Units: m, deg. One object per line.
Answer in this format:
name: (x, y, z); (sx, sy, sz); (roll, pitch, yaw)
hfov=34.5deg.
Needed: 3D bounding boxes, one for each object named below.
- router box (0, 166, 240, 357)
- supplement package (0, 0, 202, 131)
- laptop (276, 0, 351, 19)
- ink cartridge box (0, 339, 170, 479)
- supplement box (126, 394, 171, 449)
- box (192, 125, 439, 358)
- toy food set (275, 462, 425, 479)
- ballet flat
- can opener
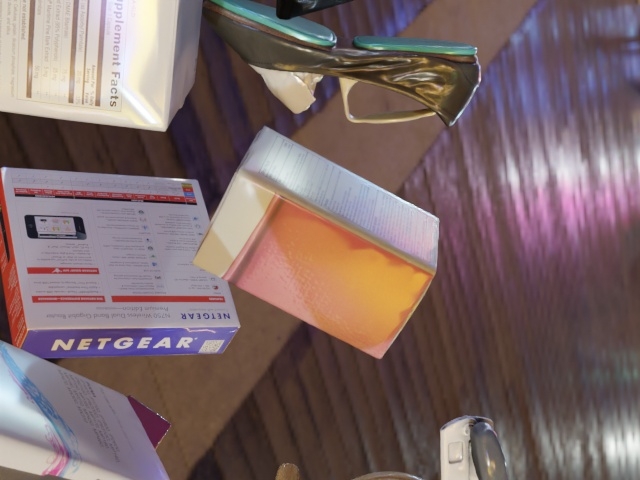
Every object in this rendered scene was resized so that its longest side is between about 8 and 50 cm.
router box: (-0.323, 0.033, 1.610); (0.335, 0.082, 0.301); (3, 52, -30)
supplement package: (-0.220, -0.206, 0.738); (0.199, 0.262, 0.198); (-94, -169, -73)
laptop: (0.082, -0.272, 0.625); (0.234, 0.264, 0.136); (106, -35, -78)
ink cartridge box: (-0.291, 0.183, 0.751); (0.306, 0.226, 0.131); (37, 10, -46)
supplement box: (-0.310, 0.335, 1.535); (0.081, 0.188, 0.104); (35, 34, -2)
box: (0.000, 0.000, 1.128); (0.127, 0.232, 0.148); (-60, -175, 25)
toy food set: (0.048, 0.235, 0.750); (0.038, 0.192, 0.132); (97, 6, -79)
ballet flat: (0.016, -0.166, 1.003); (0.095, 0.280, 0.096); (-82, -176, -71)
can opener: (0.207, 0.372, 1.396); (0.095, 0.076, 0.283); (-131, -144, -70)
